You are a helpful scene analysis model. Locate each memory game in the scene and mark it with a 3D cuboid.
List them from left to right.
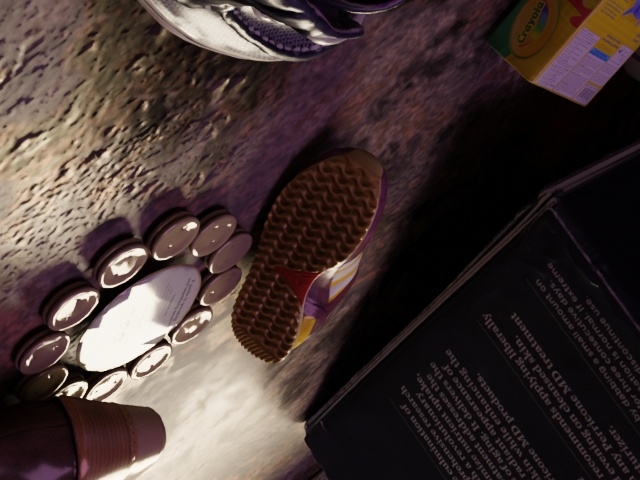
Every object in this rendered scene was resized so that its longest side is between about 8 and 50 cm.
[{"bbox_3d":[-0.120,0.047,0.877,0.186,0.012,0.186,-35,157,-17],"label":"memory game"}]

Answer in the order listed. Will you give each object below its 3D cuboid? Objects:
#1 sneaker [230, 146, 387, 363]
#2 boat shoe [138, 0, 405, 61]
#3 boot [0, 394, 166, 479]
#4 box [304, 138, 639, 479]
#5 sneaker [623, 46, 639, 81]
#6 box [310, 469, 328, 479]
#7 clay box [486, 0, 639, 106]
[{"bbox_3d":[0.000,0.000,0.939,0.084,0.069,0.185,-40,166,-53],"label":"sneaker"},{"bbox_3d":[-0.014,-0.121,0.542,0.127,0.158,0.340,-44,158,4],"label":"boat shoe"},{"bbox_3d":[-0.234,0.181,0.881,0.207,0.090,0.248,-3,145,-37],"label":"boot"},{"bbox_3d":[0.314,0.101,1.243,0.480,0.297,0.472,-27,167,-35],"label":"box"},{"bbox_3d":[0.361,-0.234,1.101,0.282,0.102,0.161,-28,135,-21],"label":"sneaker"},{"bbox_3d":[-0.043,0.388,1.496,0.257,0.128,0.122,-38,158,-10],"label":"box"},{"bbox_3d":[0.225,-0.200,0.951,0.222,0.053,0.127,-50,157,16],"label":"clay box"}]
